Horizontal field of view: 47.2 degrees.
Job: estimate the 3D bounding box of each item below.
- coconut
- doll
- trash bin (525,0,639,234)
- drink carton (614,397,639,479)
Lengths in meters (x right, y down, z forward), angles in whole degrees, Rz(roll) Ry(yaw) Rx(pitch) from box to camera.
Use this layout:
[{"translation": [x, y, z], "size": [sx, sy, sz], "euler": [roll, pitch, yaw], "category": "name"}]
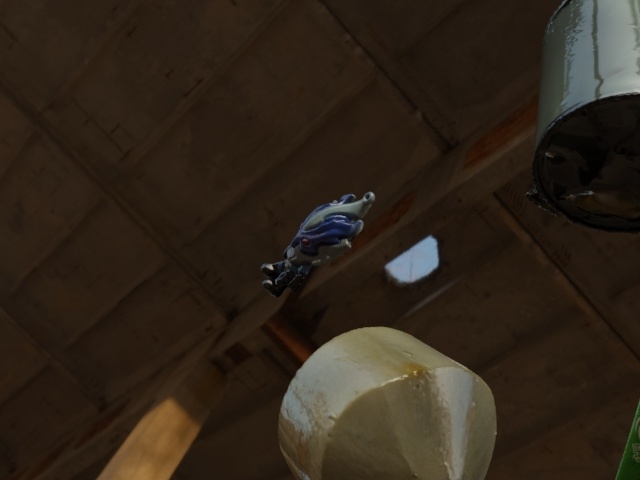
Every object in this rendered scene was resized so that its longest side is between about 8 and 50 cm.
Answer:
[{"translation": [0.100, 0.283, 1.059], "size": [0.323, 0.323, 0.322], "euler": [9, -59, 15], "category": "coconut"}, {"translation": [0.000, 0.000, 0.973], "size": [0.195, 0.096, 0.070], "euler": [-40, -54, 21], "category": "doll"}, {"translation": [0.386, -0.175, 0.929], "size": [0.217, 0.262, 0.277], "euler": [33, -43, -17], "category": "trash bin"}, {"translation": [0.592, 0.387, 1.220], "size": [0.161, 0.108, 0.271], "euler": [24, -77, 51], "category": "drink carton"}]
